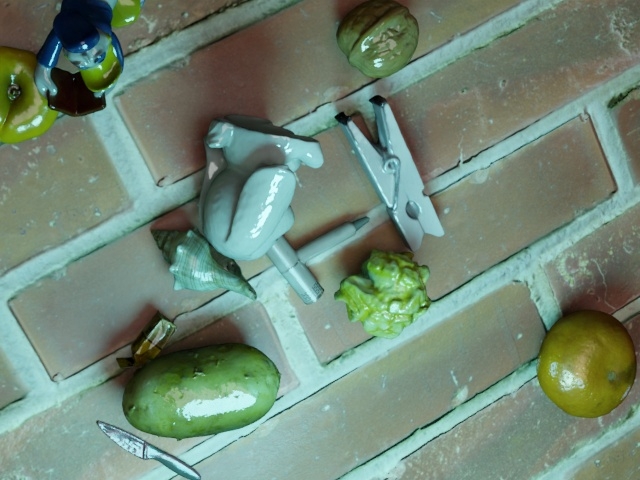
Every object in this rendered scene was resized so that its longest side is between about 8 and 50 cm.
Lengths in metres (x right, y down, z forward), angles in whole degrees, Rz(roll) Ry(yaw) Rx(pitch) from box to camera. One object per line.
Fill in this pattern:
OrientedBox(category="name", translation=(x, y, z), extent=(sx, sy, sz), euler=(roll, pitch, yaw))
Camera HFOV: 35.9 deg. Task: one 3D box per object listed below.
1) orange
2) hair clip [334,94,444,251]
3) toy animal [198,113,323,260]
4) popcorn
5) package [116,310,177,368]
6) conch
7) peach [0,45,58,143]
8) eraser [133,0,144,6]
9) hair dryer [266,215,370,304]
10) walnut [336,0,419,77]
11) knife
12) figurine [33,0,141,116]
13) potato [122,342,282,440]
OrientedBox(category="orange", translation=(0.588, 0.272, 2.194), extent=(0.240, 0.171, 0.240), euler=(-1, 93, -19))
OrientedBox(category="hair clip", translation=(0.150, -0.136, 2.043), extent=(0.101, 0.085, 0.331), euler=(-32, 112, -9))
OrientedBox(category="toy animal", translation=(-0.142, -0.094, 1.877), extent=(0.206, 0.271, 0.265), euler=(4, 107, -40))
OrientedBox(category="popcorn", translation=(0.139, 0.100, 2.023), extent=(0.167, 0.185, 0.187), euler=(43, 107, 1))
OrientedBox(category="package", translation=(-0.338, 0.203, 1.935), extent=(0.047, 0.071, 0.131), euler=(41, 83, -20))
OrientedBox(category="conch", translation=(-0.234, 0.051, 1.933), extent=(0.234, 0.137, 0.114), euler=(38, 111, -11))
OrientedBox(category="peach", translation=(-0.558, -0.263, 1.783), extent=(0.179, 0.103, 0.179), euler=(-3, 99, -19))
OrientedBox(category="eraser", translation=(-0.305, -0.602, 1.852), extent=(0.144, 0.042, 0.312), euler=(37, 85, -20))
OrientedBox(category="hair dryer", translation=(-0.005, -0.011, 2.025), extent=(0.220, 0.053, 0.195), euler=(-41, 107, -10))
OrientedBox(category="walnut", translation=(0.118, -0.405, 1.966), extent=(0.166, 0.149, 0.167), euler=(4, 70, -11))
OrientedBox(category="knife", translation=(-0.346, 0.428, 1.993), extent=(0.247, 0.018, 0.035), euler=(32, 90, -16))
OrientedBox(category="figurine", translation=(-0.421, -0.344, 1.684), extent=(0.204, 0.338, 0.283), euler=(14, 105, -15))
OrientedBox(category="potato", translation=(-0.229, 0.292, 1.908), extent=(0.307, 0.210, 0.173), euler=(-3, 78, -26))
